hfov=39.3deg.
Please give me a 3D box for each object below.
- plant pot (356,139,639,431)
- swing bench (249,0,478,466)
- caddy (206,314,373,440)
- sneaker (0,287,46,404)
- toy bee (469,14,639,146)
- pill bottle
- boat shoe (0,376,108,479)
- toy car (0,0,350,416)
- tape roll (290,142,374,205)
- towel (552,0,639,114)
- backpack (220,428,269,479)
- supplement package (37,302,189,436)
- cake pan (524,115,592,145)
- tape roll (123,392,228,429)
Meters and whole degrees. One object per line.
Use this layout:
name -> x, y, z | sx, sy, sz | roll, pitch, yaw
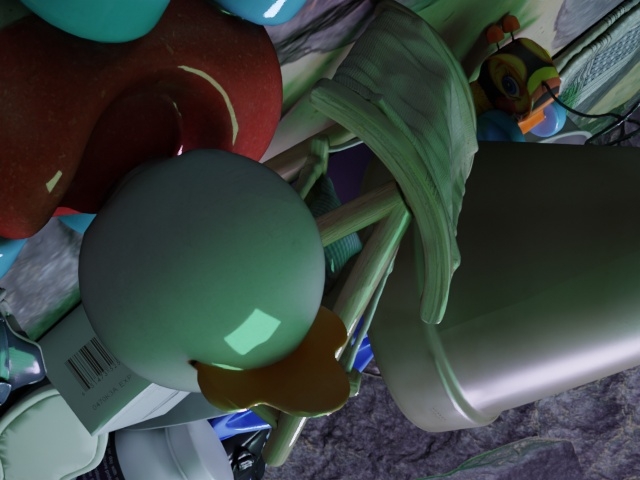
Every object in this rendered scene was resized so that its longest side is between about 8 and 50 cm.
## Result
plant pot -> 0.227, 0.027, 0.920 | 0.281, 0.323, 0.323 | -9, -175, 28
swing bench -> 0.015, -0.019, 0.672 | 0.254, 0.165, 0.253 | -45, -172, 29
caddy -> -0.047, 0.184, 1.363 | 0.341, 0.179, 0.241 | -26, 164, -28
sneaker -> -0.285, 0.119, 0.630 | 0.163, 0.086, 0.226 | -24, 160, -48
toy bee -> 0.231, -0.183, 1.063 | 0.298, 0.162, 0.195 | -16, -162, 44
pill bottle -> -0.285, 0.355, 1.196 | 0.323, 0.181, 0.181 | -30, 170, 4
boat shoe -> -0.302, 0.218, 1.015 | 0.319, 0.116, 0.099 | 122, -16, -45
toy car -> -0.060, -0.014, 0.441 | 0.219, 0.238, 0.210 | -47, 167, 34
tape roll -> 0.000, 0.000, 1.099 | 0.275, 0.090, 0.275 | -37, 169, -9
towel -> 0.463, -0.296, 1.553 | 0.324, 0.056, 0.312 | -38, 169, -8
backpack -> -0.228, 0.422, 1.699 | 0.290, 0.273, 0.355 | -39, 148, -15
supplement package -> -0.183, 0.113, 0.897 | 0.105, 0.105, 0.179 | -42, 169, 6
cake pan -> 0.341, -0.138, 1.611 | 0.293, 0.054, 0.293 | -23, 165, -6
tape roll -> -0.142, 0.173, 1.111 | 0.219, 0.072, 0.219 | -11, 177, -1
